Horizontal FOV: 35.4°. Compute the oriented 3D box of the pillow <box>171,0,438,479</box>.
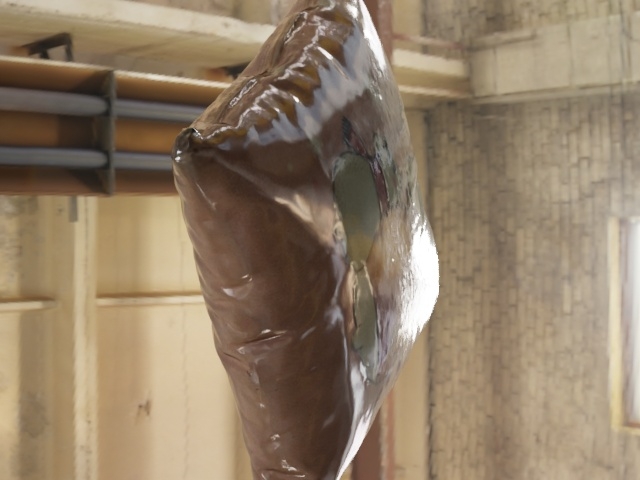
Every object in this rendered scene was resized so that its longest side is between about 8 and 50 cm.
[{"bbox_3d":[0.000,0.000,0.522,0.223,0.084,0.236,-56,-42,-52],"label":"pillow"}]
